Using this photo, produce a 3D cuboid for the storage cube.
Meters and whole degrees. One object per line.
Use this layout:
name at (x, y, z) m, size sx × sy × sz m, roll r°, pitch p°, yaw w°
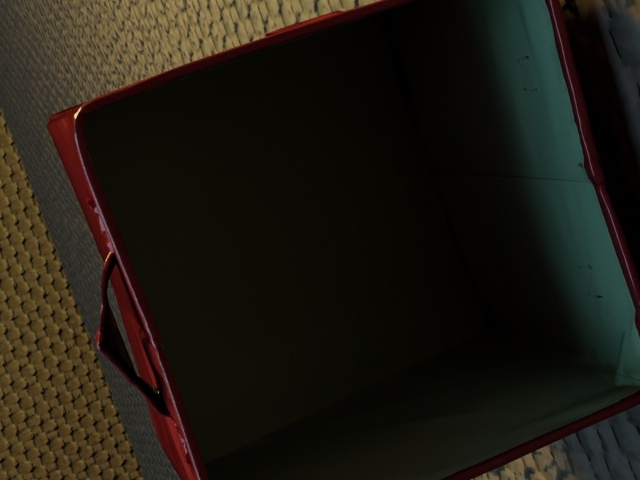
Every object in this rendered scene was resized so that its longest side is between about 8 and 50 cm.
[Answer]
storage cube at (0.000, 0.000, 0.577) m, size 0.193 × 0.215 × 0.183 m, roll -162°, pitch 52°, yaw -75°
